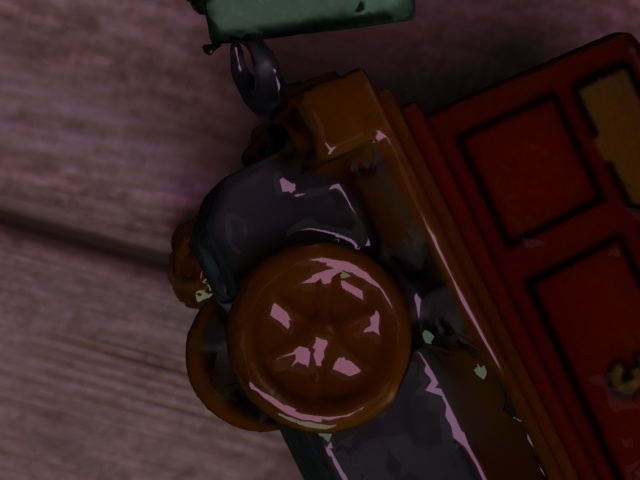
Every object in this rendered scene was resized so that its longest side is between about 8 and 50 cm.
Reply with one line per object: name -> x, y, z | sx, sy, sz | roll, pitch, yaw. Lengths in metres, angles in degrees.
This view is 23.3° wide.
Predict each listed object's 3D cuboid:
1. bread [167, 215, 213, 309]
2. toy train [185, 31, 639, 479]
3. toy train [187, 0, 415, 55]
bread -> 0.000, 0.000, 0.779 | 0.157, 0.044, 0.052 | -12, 106, 0
toy train -> 0.077, 0.061, 0.682 | 0.231, 0.163, 0.369 | -26, 90, -11
toy train -> 0.072, -0.162, 0.651 | 0.330, 0.178, 0.138 | -7, 111, 0
